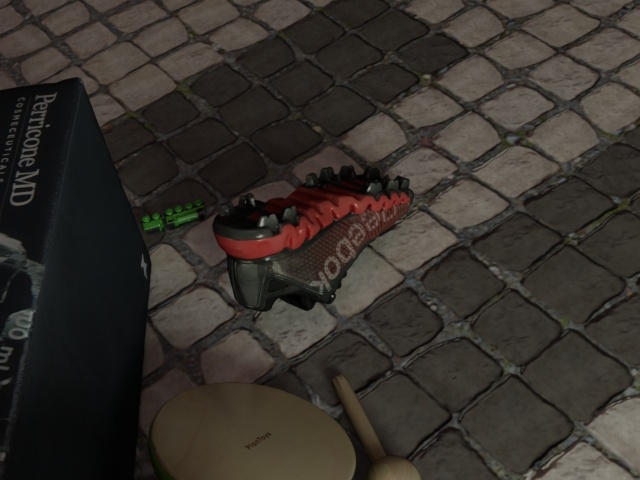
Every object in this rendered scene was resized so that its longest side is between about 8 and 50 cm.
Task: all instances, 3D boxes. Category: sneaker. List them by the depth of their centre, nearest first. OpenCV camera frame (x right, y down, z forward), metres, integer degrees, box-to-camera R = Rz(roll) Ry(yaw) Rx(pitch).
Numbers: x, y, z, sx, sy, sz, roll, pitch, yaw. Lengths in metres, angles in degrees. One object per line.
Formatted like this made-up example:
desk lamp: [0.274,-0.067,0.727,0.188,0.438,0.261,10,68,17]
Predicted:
sneaker: [0.000,0.000,1.051,0.097,0.135,0.276,18,29,41]

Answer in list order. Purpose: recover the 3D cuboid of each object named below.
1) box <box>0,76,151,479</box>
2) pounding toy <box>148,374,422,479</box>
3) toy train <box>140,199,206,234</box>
box: [-0.429,0.132,0.877,0.471,0.297,0.480,-7,46,2]
pounding toy: [-0.046,0.221,0.866,0.236,0.110,0.183,-1,27,-31]
toy train: [-0.178,-0.028,1.163,0.083,0.017,0.024,-17,56,-5]
